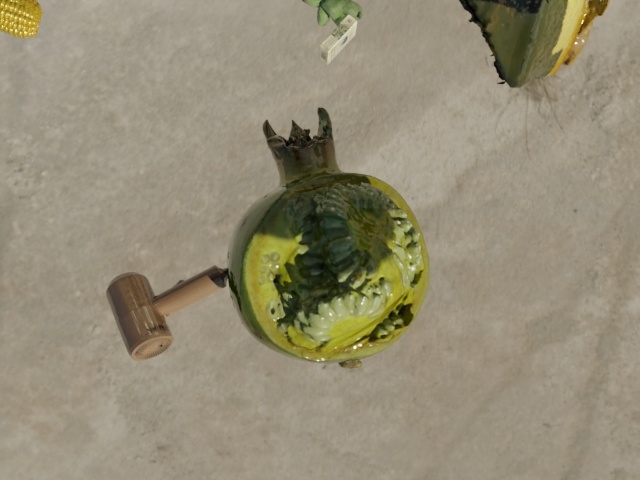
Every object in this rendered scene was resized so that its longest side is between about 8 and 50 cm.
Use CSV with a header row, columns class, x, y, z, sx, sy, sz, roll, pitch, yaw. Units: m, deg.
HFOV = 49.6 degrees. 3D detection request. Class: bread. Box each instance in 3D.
class,x,y,z,sx,sy,sz,roll,pitch,yaw
bread,0.227,-0.260,0.788,0.152,0.147,0.127,41,134,27

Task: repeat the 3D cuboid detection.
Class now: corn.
class,x,y,z,sx,sy,sz,roll,pitch,yaw
corn,-0.240,-0.174,0.481,0.092,0.037,0.037,25,125,-32

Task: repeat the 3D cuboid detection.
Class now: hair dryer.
class,x,y,z,sx,sy,sz,roll,pitch,yaw
hair dryer,-0.197,0.075,0.954,0.181,0.117,0.064,-27,154,-5

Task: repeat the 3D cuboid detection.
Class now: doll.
class,x,y,z,sx,sy,sz,roll,pitch,yaw
doll,0.025,-0.488,1.412,0.150,0.077,0.115,45,150,7

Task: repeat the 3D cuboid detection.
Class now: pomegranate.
class,x,y,z,sx,sy,sz,roll,pitch,yaw
pomegranate,0.000,0.000,0.890,0.260,0.260,0.341,-11,84,15

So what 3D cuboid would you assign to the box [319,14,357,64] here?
class,x,y,z,sx,sy,sz,roll,pitch,yaw
box,0.032,-0.371,1.280,0.024,0.054,0.083,40,79,8
